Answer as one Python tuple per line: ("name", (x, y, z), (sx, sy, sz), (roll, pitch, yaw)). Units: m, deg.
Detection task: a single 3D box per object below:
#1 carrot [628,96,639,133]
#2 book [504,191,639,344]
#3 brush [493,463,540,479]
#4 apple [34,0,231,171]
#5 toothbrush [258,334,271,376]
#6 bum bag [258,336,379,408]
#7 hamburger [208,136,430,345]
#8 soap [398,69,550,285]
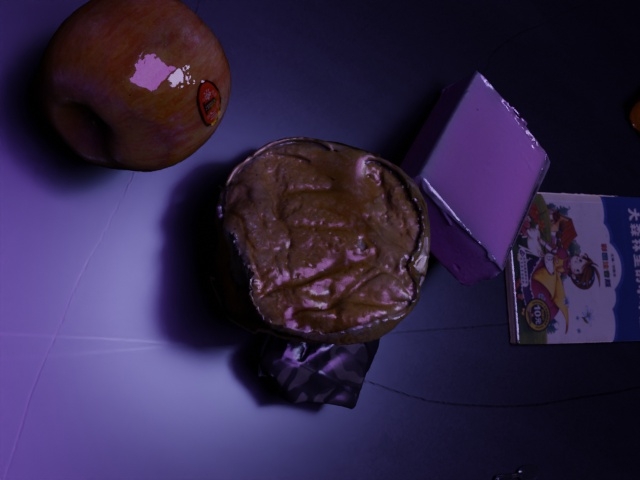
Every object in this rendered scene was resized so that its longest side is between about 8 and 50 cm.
("carrot", (0.564, -0.250, 2.044), (0.072, 0.072, 0.205), (50, 55, -16))
("book", (0.404, 0.041, 1.920), (0.322, 0.018, 0.228), (0, 82, -32))
("brush", (0.276, 0.330, 1.798), (0.083, 0.008, 0.024), (-3, 86, -32))
("apple", (-0.211, -0.179, 1.459), (0.211, 0.211, 0.188), (48, 59, -17))
("toothbrush", (-0.064, 0.108, 1.619), (0.013, 0.011, 0.131), (14, 75, -17))
("bum bag", (0.046, 0.070, 1.648), (0.144, 0.095, 0.340), (38, 62, -16))
("hamburger", (-0.002, 0.001, 1.555), (0.265, 0.134, 0.285), (10, 66, -3))
("soap", (0.204, -0.085, 1.736), (0.181, 0.081, 0.259), (46, 45, -17))
